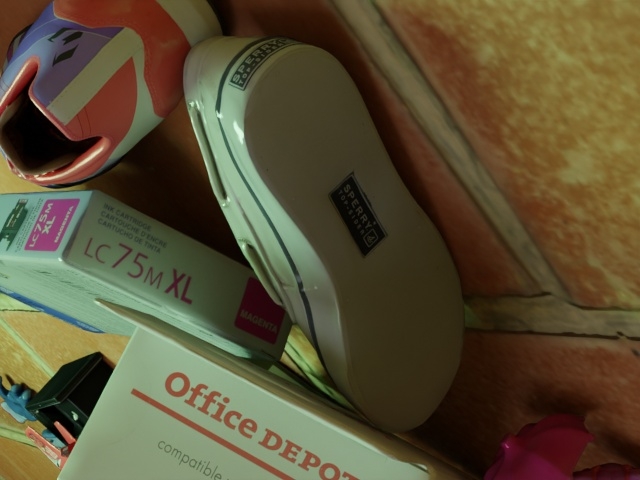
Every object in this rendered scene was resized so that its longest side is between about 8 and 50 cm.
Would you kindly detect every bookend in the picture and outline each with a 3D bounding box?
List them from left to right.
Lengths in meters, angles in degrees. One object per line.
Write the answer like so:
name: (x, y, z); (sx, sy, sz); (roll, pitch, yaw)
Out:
bookend: (-0.247, 0.214, 1.361); (0.157, 0.072, 0.156); (46, 154, -12)

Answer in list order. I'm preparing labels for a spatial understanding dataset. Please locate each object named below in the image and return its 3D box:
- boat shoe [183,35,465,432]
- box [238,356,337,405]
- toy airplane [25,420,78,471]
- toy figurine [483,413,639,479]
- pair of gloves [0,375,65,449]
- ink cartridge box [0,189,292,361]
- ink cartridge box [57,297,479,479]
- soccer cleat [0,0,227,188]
boat shoe: (0.000, 0.000, 0.662); (0.088, 0.096, 0.268); (26, 155, 48)
box: (-0.039, 0.174, 1.058); (0.136, 0.036, 0.225); (34, 155, 14)
toy airplane: (-0.288, 0.254, 1.361); (0.151, 0.028, 0.151); (36, 153, 22)
toy figurine: (0.166, 0.179, 0.722); (0.173, 0.130, 0.159); (1, 129, 22)
pair of gloves: (-0.401, 0.268, 1.718); (0.198, 0.023, 0.159); (43, 153, -7)
ink cartridge box: (-0.179, 0.024, 0.914); (0.185, 0.065, 0.311); (30, 161, -33)
ink cartridge box: (-0.020, 0.157, 0.750); (0.207, 0.119, 0.353); (25, 173, 21)
soccer cleat: (-0.166, -0.079, 0.732); (0.108, 0.116, 0.318); (47, 154, -12)
